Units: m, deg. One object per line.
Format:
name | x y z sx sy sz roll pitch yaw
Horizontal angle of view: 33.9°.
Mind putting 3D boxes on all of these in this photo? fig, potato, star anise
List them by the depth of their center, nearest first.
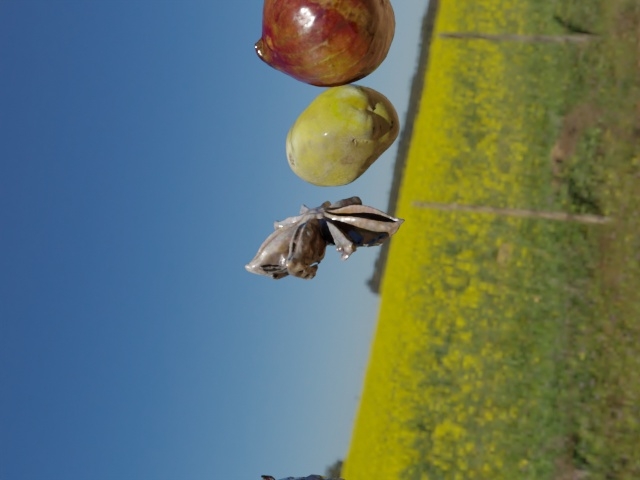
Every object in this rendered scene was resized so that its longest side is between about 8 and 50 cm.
fig | 0.000 -0.296 1.416 0.205 0.205 0.205 10 -90 -86
potato | 0.031 -0.165 1.645 0.154 0.137 0.200 -50 7 -29
star anise | -0.004 0.002 1.880 0.198 0.258 0.110 24 139 54

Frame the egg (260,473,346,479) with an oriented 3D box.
egg | -0.006 0.357 0.975 0.310 0.279 0.279 67 -152 -47
